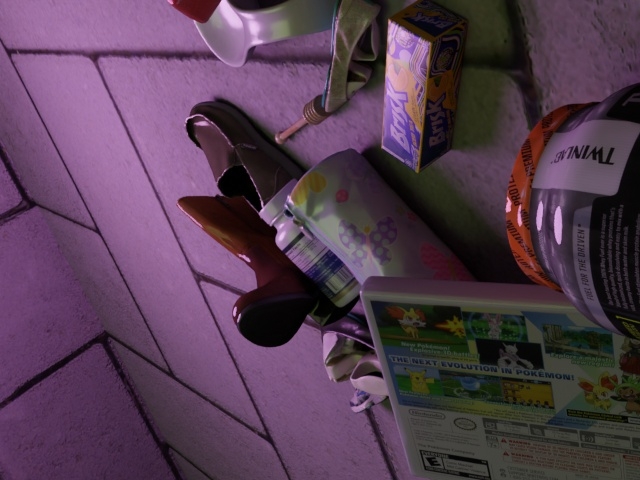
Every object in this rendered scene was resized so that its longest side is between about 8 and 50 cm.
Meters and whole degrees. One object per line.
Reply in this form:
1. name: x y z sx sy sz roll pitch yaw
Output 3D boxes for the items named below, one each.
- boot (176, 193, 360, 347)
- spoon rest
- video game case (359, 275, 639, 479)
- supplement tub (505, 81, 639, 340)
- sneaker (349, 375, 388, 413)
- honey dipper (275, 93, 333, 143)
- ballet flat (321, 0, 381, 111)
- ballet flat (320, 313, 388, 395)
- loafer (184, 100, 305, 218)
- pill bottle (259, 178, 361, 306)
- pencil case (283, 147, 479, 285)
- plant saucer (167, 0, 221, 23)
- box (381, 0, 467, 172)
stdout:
1. boot: -0.105 0.015 1.207 0.280 0.264 0.096 42 122 22
2. spoon rest: -0.089 -0.270 1.000 0.276 0.084 0.137 15 133 51
3. video game case: 0.226 0.170 0.903 0.329 0.036 0.300 2 127 27
4. supplement tub: 0.293 -0.009 0.557 0.316 0.194 0.193 15 134 51
5. sneaker: 0.081 0.237 1.359 0.058 0.052 0.135 61 147 10
6. honey dipper: -0.026 -0.154 1.097 0.030 0.030 0.161 58 157 -6
7. ballet flat: 0.034 -0.196 0.922 0.052 0.057 0.168 19 147 7
8. ballet flat: 0.063 0.170 1.246 0.280 0.096 0.095 11 131 54
9. loafer: -0.124 -0.118 1.226 0.251 0.087 0.094 38 149 30
10. pill bottle: 0.000 0.000 1.129 0.169 0.094 0.094 46 153 -2
11. pencil case: 0.079 0.015 1.010 0.273 0.124 0.113 47 139 13
12. plant saucer: -0.170 -0.391 0.881 0.259 0.048 0.258 51 141 -2
13. box: 0.103 -0.154 0.855 0.059 0.054 0.169 38 150 30
